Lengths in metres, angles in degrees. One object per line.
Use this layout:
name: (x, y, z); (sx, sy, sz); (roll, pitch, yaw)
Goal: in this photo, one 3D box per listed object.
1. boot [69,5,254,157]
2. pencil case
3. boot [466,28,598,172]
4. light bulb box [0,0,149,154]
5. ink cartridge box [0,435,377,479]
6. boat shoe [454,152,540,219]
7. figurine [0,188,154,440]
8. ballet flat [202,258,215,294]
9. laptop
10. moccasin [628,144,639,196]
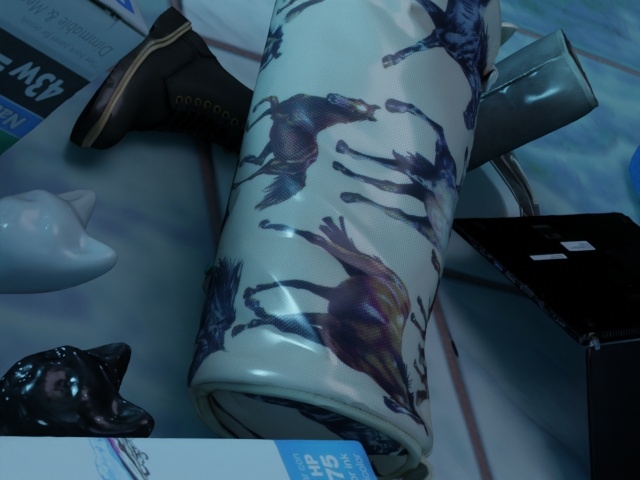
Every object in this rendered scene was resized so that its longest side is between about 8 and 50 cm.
boot: (-0.103, -0.098, 1.238); (0.137, 0.077, 0.198); (40, 37, -7)
pencil case: (0.028, -0.029, 1.088); (0.183, 0.160, 0.410); (15, 61, -4)
boot: (0.129, -0.074, 1.295); (0.076, 0.208, 0.190); (61, 15, -46)
light bulb box: (-0.339, -0.256, 0.977); (0.358, 0.225, 0.361); (31, 29, -52)
ink cartridge box: (-0.102, 0.228, 0.772); (0.270, 0.198, 0.197); (7, 47, -37)
boat shoe: (0.120, -0.091, 1.423); (0.070, 0.078, 0.219); (-14, 69, -47)
figurine: (-0.202, 0.063, 0.851); (0.209, 0.092, 0.215); (-19, 44, 0)
ballet flat: (0.000, 0.000, 1.199); (0.213, 0.072, 0.068); (-36, 83, -35)
laptop: (0.243, 0.103, 1.327); (0.234, 0.137, 0.264); (-3, 36, -43)
moccasin: (0.408, 0.007, 1.513); (0.116, 0.138, 0.342); (23, 39, -28)
